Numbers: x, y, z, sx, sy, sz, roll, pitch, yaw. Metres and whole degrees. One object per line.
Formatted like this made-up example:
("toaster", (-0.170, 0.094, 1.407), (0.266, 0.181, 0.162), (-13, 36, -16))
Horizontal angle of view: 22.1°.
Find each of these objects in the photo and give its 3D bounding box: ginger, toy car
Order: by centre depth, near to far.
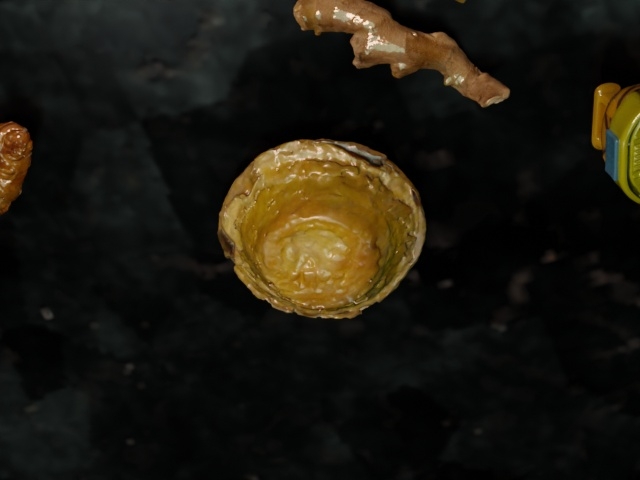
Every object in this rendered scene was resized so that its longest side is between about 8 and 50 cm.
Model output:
("toy car", (0.457, -0.150, 2.043), (0.248, 0.142, 0.200), (-11, 127, -14))
("ginger", (0.101, -0.236, 2.044), (0.288, 0.075, 0.089), (26, 99, -9))

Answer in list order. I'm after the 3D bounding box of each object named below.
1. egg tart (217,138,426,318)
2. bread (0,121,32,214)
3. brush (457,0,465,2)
("egg tart", (0.000, 0.000, 2.186), (0.294, 0.116, 0.295), (3, 125, 4))
("bread", (-0.444, -0.084, 2.172), (0.105, 0.076, 0.233), (44, 124, -11))
("brush", (0.049, -0.391, 1.968), (0.336, 0.020, 0.085), (27, 122, -15))
